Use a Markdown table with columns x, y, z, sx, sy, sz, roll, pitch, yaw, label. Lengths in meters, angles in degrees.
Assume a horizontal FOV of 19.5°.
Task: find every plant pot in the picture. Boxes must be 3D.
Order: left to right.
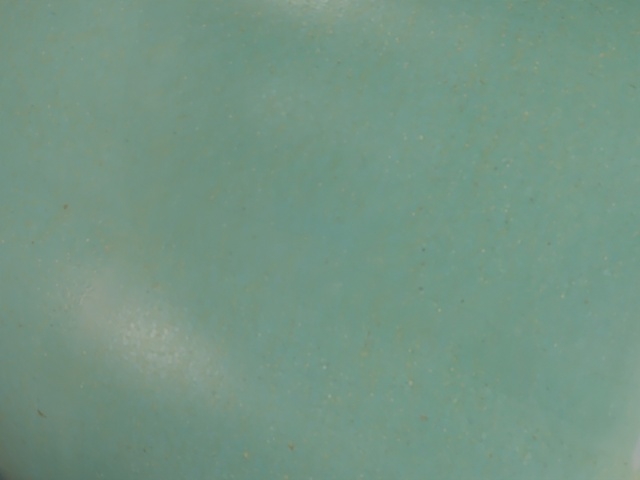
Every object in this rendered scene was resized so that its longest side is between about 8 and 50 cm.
| x | y | z | sx | sy | sz | roll | pitch | yaw | label |
| --- | --- | --- | --- | --- | --- | --- | --- | --- | --- |
| 0.000 | 0.000 | 0.611 | 0.235 | 0.293 | 0.293 | 23 | 86 | 7 | plant pot |
